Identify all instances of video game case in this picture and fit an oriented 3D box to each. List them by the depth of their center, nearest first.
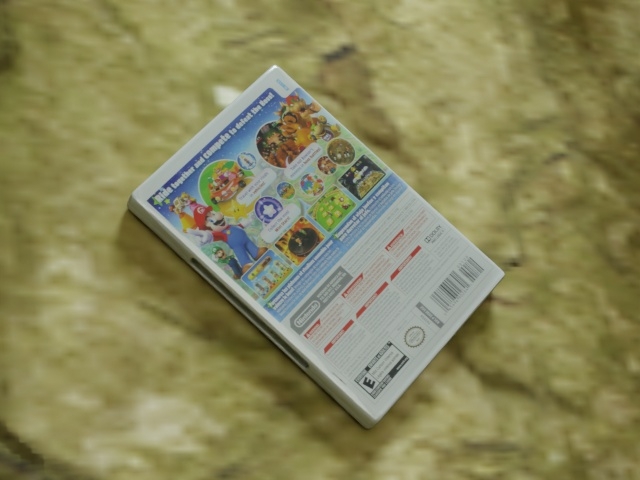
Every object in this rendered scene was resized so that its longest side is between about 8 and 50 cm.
[{"bbox_3d":[0.000,0.000,0.612,0.122,0.011,0.087,43,59,3],"label":"video game case"}]
